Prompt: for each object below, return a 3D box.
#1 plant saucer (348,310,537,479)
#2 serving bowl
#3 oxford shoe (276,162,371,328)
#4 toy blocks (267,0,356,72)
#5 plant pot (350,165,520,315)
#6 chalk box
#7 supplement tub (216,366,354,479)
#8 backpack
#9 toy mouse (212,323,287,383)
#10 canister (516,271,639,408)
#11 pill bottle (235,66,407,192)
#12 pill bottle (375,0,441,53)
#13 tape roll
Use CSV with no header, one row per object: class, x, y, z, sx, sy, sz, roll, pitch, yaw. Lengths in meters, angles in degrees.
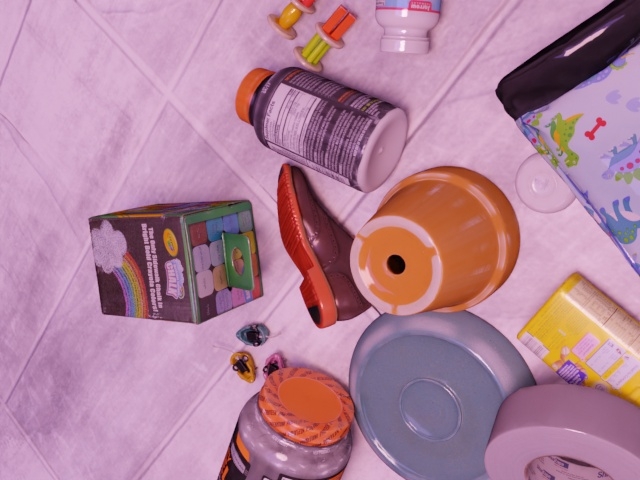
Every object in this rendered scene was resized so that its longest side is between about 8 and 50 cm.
plant saucer,0.173,0.252,1.026,0.317,0.043,0.318,9,106,31
serving bowl,0.293,-0.074,0.878,0.083,0.027,0.083,8,105,32
oxford shoe,0.000,0.000,1.060,0.097,0.098,0.271,128,126,-67
toy blocks,0.004,-0.341,0.981,0.148,0.054,0.123,-45,76,31
plant pot,0.139,0.012,0.900,0.205,0.188,0.205,8,106,31
chalk box,-0.218,0.031,1.140,0.289,0.179,0.180,1,101,31
supplement tub,-0.065,0.380,1.116,0.193,0.193,0.316,31,115,23
backpack,0.391,-0.090,0.703,0.290,0.273,0.355,-32,96,27
toy mouse,-0.100,0.198,1.191,0.161,0.031,0.143,46,121,14
canister,0.355,0.139,0.864,0.170,0.073,0.126,43,121,18
pill bottle,-0.007,-0.174,0.983,0.245,0.130,0.130,28,115,24
pill bottle,0.118,-0.331,0.891,0.087,0.087,0.160,12,108,30
tape roll,0.324,0.281,0.853,0.219,0.072,0.219,16,134,18
